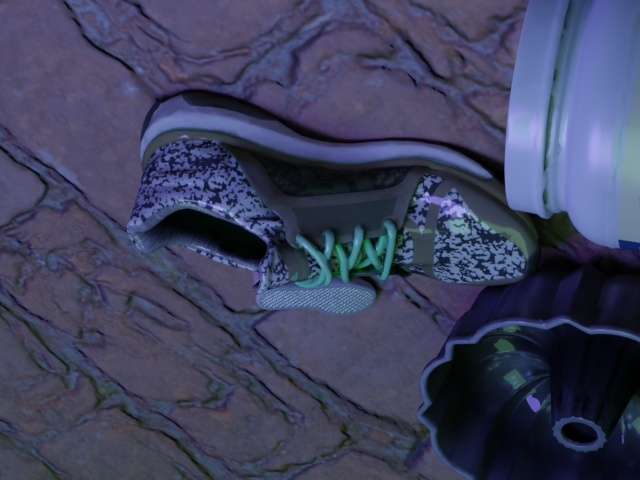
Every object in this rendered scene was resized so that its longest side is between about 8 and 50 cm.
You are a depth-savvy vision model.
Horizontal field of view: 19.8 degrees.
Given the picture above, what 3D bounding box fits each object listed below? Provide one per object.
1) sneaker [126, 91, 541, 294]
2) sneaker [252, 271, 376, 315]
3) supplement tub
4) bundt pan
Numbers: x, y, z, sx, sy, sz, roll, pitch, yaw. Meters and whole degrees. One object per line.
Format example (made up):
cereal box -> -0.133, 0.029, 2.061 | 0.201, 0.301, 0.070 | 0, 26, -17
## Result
sneaker -> 0.000, 0.000, 1.732 | 0.410, 0.182, 0.158 | 12, 138, 10
sneaker -> -0.010, 0.036, 1.884 | 0.134, 0.070, 0.051 | 3, 135, -24
supplement tub -> 0.324, -0.098, 1.448 | 0.325, 0.235, 0.235 | 9, 137, 15
bundt pan -> 0.269, 0.146, 1.817 | 0.331, 0.124, 0.331 | 13, 139, 11
